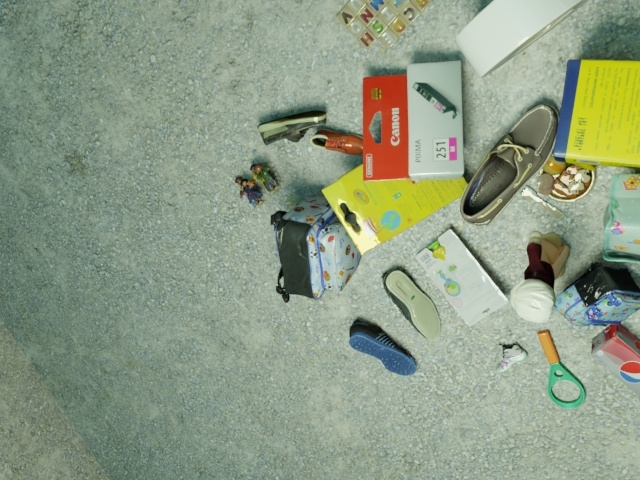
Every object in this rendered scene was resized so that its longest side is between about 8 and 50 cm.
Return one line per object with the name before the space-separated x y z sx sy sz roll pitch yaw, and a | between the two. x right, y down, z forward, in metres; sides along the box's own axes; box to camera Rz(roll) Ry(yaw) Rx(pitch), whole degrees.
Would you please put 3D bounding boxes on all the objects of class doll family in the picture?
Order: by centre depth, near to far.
doll family | -0.193 -0.166 1.702 0.111 0.076 0.193 49 125 -4

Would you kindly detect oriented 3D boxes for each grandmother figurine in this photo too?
grandmother figurine | 0.499 0.081 1.296 0.104 0.342 0.208 -15 103 30

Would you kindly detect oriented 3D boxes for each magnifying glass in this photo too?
magnifying glass | 0.627 0.343 1.522 0.092 0.026 0.231 -19 99 31

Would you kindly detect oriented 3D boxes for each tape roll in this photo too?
tape roll | 0.418 -0.457 1.165 0.286 0.286 0.100 -36 90 32

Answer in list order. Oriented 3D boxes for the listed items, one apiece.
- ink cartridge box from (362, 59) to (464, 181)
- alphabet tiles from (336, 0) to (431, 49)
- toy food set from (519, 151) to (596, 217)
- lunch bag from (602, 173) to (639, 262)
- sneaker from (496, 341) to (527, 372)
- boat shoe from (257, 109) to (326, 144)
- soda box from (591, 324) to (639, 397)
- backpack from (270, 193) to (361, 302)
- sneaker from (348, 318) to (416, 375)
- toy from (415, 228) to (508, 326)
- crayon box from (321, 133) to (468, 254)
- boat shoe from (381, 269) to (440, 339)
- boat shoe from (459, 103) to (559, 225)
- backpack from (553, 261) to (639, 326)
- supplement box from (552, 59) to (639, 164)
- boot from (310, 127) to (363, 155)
ink cartridge box | 0.216 -0.281 1.370 0.239 0.060 0.275 -1 83 11
alphabet tiles | 0.152 -0.595 1.403 0.198 0.009 0.237 48 122 2
toy food set | 0.572 -0.148 1.350 0.132 0.038 0.192 36 121 10
lunch bag | 0.720 -0.027 1.217 0.223 0.262 0.160 7 72 25
sneaker | 0.503 0.311 1.566 0.098 0.038 0.069 -42 86 23
boat shoe | -0.073 -0.307 1.589 0.223 0.080 0.073 -3 113 33
soda box | 0.789 0.324 1.394 0.263 0.092 0.083 41 120 7
backpack | 0.000 0.000 1.559 0.213 0.263 0.276 9 126 15
sneaker | 0.187 0.311 1.702 0.232 0.090 0.081 33 121 -13
toy | 0.378 0.094 1.531 0.237 0.056 0.137 51 126 6
crayon box | 0.187 -0.131 1.453 0.318 0.081 0.202 -30 94 6
boat shoe | 0.256 0.181 1.626 0.233 0.084 0.079 52 160 -8
boat shoe | 0.436 -0.176 1.333 0.116 0.097 0.324 41 106 24
backpack | 0.647 0.146 1.356 0.173 0.158 0.117 -49 45 37
supplement box | 0.670 -0.241 1.154 0.356 0.195 0.194 10 98 23
boot | 0.050 -0.257 1.541 0.158 0.084 0.059 16 114 19
